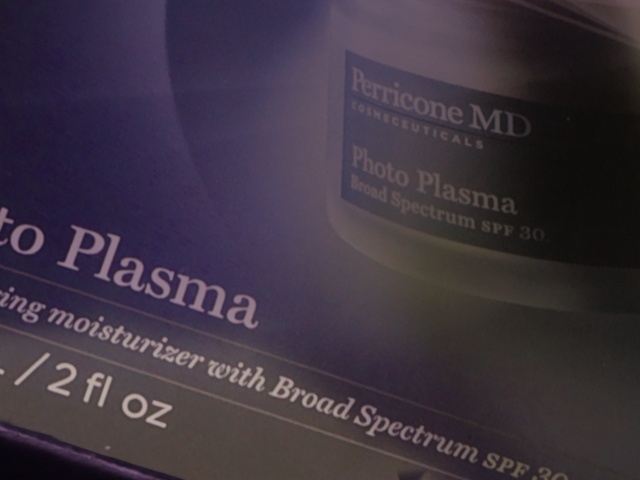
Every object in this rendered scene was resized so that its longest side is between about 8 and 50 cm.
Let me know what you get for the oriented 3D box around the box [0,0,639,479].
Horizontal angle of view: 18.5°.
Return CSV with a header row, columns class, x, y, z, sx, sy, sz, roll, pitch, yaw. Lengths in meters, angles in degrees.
class,x,y,z,sx,sy,sz,roll,pitch,yaw
box,0.000,0.000,0.671,0.296,0.183,0.294,18,56,-4
